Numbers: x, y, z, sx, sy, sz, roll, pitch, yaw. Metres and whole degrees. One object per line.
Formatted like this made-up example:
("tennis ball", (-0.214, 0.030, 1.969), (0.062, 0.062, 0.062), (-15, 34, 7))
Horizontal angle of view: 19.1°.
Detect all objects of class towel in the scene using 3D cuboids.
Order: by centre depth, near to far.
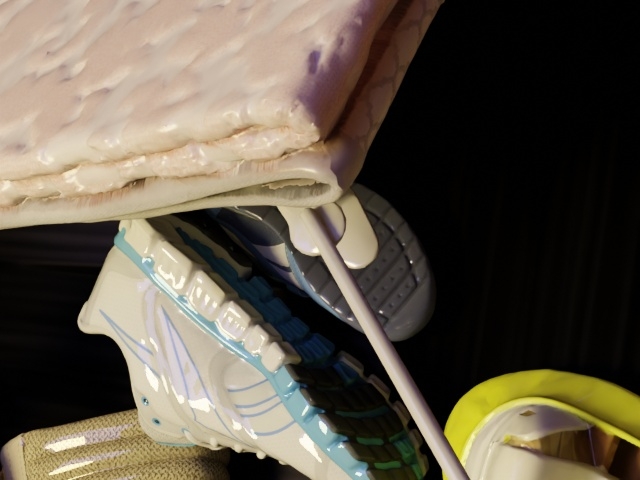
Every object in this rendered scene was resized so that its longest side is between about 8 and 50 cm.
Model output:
("towel", (-0.042, -0.128, 0.827), (0.332, 0.053, 0.317), (-6, 44, 45))

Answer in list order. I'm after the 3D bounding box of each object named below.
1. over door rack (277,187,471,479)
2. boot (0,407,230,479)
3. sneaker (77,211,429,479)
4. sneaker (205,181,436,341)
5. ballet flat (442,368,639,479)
("over door rack", (0.122, 0.013, 0.606), (0.239, 0.108, 0.324), (-34, 48, 9))
("boot", (-0.131, 0.202, 0.896), (0.262, 0.095, 0.203), (-29, 61, 31))
("sneaker", (-0.033, 0.069, 0.828), (0.191, 0.071, 0.083), (43, 107, 25))
("sneaker", (0.000, 0.000, 0.853), (0.053, 0.059, 0.144), (-43, 58, -12))
("ballet flat", (0.108, 0.098, 0.689), (0.231, 0.077, 0.077), (23, 98, 47))
